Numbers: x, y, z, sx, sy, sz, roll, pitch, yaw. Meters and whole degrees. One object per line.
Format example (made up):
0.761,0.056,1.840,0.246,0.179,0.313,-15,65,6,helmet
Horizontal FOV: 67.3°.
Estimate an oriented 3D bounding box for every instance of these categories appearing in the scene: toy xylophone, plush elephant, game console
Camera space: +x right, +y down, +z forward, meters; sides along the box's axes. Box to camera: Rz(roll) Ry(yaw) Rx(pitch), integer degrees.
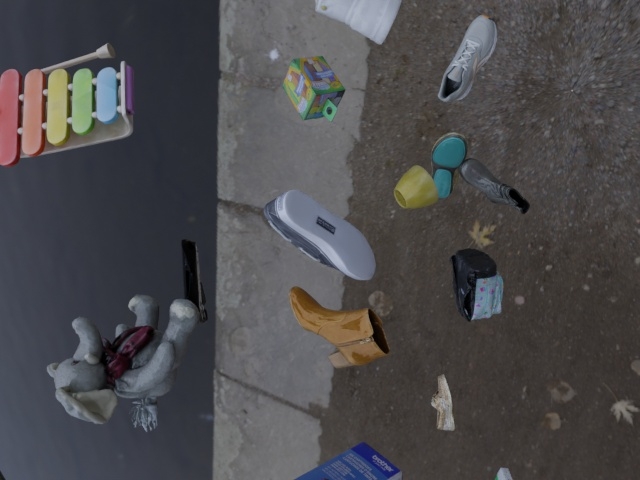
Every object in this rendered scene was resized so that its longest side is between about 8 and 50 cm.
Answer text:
-0.501,-0.273,0.932,0.323,0.081,0.236,-17,73,4,toy xylophone
-0.467,0.269,1.076,0.272,0.255,0.330,8,86,46,plush elephant
-0.373,0.164,1.439,0.361,0.044,0.213,103,159,-61,game console

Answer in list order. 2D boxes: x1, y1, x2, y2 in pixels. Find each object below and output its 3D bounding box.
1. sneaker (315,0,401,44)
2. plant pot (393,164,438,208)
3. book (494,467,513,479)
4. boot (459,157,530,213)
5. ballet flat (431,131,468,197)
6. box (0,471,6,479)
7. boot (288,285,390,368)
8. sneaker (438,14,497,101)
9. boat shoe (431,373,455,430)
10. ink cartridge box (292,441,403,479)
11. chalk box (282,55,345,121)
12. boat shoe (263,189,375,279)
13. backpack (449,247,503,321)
0.080,-0.518,0.917,0.169,0.292,0.108,21,149,-8,sneaker
0.284,-0.150,1.486,0.095,0.134,0.134,-30,90,-11,plant pot
0.430,0.609,1.087,0.035,0.144,0.096,5,117,-5,book
0.593,-0.186,1.617,0.246,0.161,0.083,33,95,-25,boot
0.458,-0.293,1.729,0.123,0.123,0.348,26,155,19,ballet flat
-0.642,0.490,0.856,0.044,0.159,0.233,34,134,25,box
0.057,0.221,1.363,0.211,0.104,0.295,-34,91,38,boot
0.430,-0.522,1.418,0.099,0.121,0.262,32,133,19,sneaker
0.351,0.473,1.394,0.059,0.063,0.170,-8,95,7,boat shoe
0.049,0.676,1.146,0.151,0.396,0.270,21,115,50,ink cartridge box
-0.015,-0.505,1.652,0.213,0.132,0.132,60,147,18,chalk box
0.000,0.000,1.090,0.301,0.108,0.102,34,147,-30,boat shoe
0.415,0.126,1.276,0.115,0.152,0.182,-8,114,0,backpack
